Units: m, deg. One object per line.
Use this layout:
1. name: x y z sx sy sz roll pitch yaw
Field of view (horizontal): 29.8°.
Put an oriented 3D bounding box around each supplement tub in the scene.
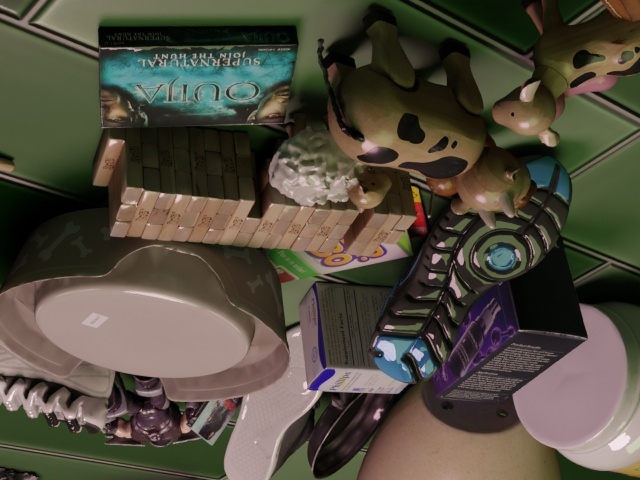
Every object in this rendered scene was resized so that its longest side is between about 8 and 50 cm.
1. supplement tub: 0.463 0.222 1.740 0.331 0.241 0.241 16 142 -36

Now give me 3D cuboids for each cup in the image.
1. cup: 0.222 0.327 1.833 0.331 0.331 0.237 -3 125 -10

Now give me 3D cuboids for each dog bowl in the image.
1. dog bowl: -0.203 0.078 1.408 0.348 0.102 0.349 4 151 3

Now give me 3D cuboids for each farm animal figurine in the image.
1. farm animal figurine: 0.146 -0.113 1.155 0.326 0.172 0.330 3 147 -21

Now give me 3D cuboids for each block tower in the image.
1. block tower: -0.070 -0.052 1.290 0.335 0.097 0.091 6 146 -21

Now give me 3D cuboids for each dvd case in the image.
1. dvd case: -0.143 0.234 1.752 0.013 0.119 0.087 26 164 28

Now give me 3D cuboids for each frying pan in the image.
1. frying pan: 0.023 0.268 1.784 0.197 0.053 0.326 -54 156 4

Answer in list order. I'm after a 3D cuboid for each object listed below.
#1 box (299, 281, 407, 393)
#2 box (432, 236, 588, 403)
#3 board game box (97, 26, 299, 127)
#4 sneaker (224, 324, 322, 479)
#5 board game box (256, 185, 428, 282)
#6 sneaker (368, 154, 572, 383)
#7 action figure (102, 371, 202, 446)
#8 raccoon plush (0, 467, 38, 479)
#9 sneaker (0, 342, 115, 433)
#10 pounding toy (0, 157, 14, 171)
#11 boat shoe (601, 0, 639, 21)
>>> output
1. box: 0.049 0.130 1.595 0.137 0.126 0.072 6 149 -22
2. box: 0.232 0.101 1.567 0.108 0.153 0.207 8 145 -25
3. board game box: -0.120 -0.156 1.166 0.186 0.026 0.126 -2 149 -10
4. sneaker: -0.045 0.220 1.767 0.104 0.147 0.296 30 117 10
5. board game box: 0.000 0.000 1.457 0.259 0.039 0.124 -14 150 5
6. sneaker: 0.170 0.014 1.455 0.125 0.140 0.341 34 117 -10
7. action figure: -0.247 0.230 1.728 0.185 0.099 0.285 -15 154 -3
8. raccoon plush: -0.602 0.457 1.811 0.446 0.299 0.216 15 142 -35
9. sneaker: -0.406 0.157 1.556 0.292 0.118 0.110 18 159 -5
10. pounding toy: -0.405 -0.032 1.238 0.181 0.094 0.206 -6 150 -4
11. boat shoe: 0.191 -0.281 0.969 0.104 0.111 0.307 -19 139 24
